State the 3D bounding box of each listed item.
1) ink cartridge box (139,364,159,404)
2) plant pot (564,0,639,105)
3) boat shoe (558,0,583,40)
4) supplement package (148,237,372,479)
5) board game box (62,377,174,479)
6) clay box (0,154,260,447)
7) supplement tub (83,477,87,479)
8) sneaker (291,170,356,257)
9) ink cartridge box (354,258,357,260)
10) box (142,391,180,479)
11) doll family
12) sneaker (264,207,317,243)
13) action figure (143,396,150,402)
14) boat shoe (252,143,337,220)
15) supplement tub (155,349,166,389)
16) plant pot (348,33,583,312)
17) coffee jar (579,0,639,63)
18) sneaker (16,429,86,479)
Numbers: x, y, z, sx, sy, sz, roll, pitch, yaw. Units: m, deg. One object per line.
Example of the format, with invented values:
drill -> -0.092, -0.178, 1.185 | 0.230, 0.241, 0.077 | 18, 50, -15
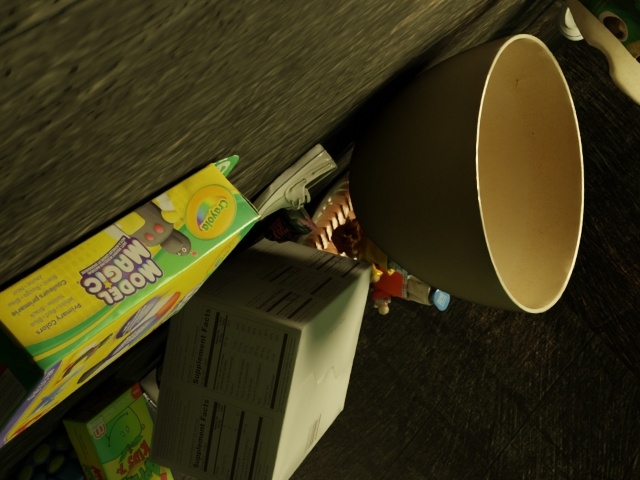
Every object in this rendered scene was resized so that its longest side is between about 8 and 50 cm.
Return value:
ink cartridge box -> -0.222, 0.238, 1.553 | 0.060, 0.104, 0.180 | -42, 176, -1
plant pot -> 0.500, -0.346, 1.289 | 0.305, 0.334, 0.334 | -32, -178, 29
boat shoe -> 0.456, -0.426, 1.577 | 0.226, 0.083, 0.076 | -56, 161, 16
supplement package -> -0.060, 0.133, 1.117 | 0.262, 0.145, 0.204 | -34, 137, -67
board game box -> -0.238, 0.270, 1.199 | 0.043, 0.181, 0.092 | 0, -155, 35
clay box -> -0.125, 0.035, 0.602 | 0.222, 0.053, 0.127 | -38, 174, -48
supplement tub -> -0.340, 0.421, 1.357 | 0.338, 0.207, 0.207 | -38, -179, 44
sneaker -> 0.000, 0.000, 1.347 | 0.302, 0.108, 0.121 | -47, -164, -12
ink cartridge box -> 0.036, 0.043, 1.932 | 0.306, 0.131, 0.226 | -41, 176, -13
box -> -0.286, 0.351, 1.811 | 0.108, 0.153, 0.207 | -43, 176, 5
doll family -> 0.099, -0.043, 1.240 | 0.118, 0.163, 0.263 | 35, 73, -46
sneaker -> -0.038, -0.017, 1.116 | 0.057, 0.047, 0.119 | -32, 175, -2
action figure -> -0.295, 0.262, 1.419 | 0.137, 0.063, 0.232 | -39, 172, -19
boat shoe -> -0.025, -0.046, 0.913 | 0.100, 0.035, 0.035 | -42, 177, -18
supplement tub -> -0.156, 0.160, 1.357 | 0.106, 0.106, 0.198 | -41, 176, -34
plant pot -> 0.143, -0.067, 1.060 | 0.191, 0.284, 0.284 | -1, -156, 34
coffee jar -> 0.329, -0.264, 1.049 | 0.079, 0.184, 0.096 | -43, 177, 0
sneaker -> -0.298, 0.258, 1.234 | 0.188, 0.067, 0.078 | -42, 174, -43
